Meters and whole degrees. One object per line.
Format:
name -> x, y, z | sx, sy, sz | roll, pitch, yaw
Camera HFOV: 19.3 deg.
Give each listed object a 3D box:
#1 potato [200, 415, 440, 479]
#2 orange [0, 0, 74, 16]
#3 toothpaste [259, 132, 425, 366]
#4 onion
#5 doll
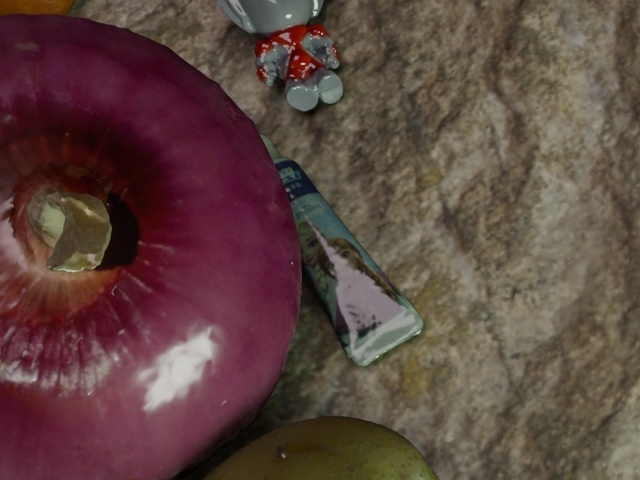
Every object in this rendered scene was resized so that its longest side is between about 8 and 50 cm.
potato -> -0.014, 0.199, 1.277 | 0.194, 0.157, 0.157 | -11, 60, 28
orange -> -0.247, -0.217, 1.597 | 0.083, 0.083, 0.084 | -8, 62, 15
toothpaste -> 0.000, 0.000, 1.428 | 0.062, 0.037, 0.216 | -33, 63, -1
onion -> -0.176, 0.001, 1.307 | 0.345, 0.358, 0.358 | -49, 46, 43
doll -> -0.033, -0.187, 1.516 | 0.094, 0.079, 0.180 | -17, 72, -8
